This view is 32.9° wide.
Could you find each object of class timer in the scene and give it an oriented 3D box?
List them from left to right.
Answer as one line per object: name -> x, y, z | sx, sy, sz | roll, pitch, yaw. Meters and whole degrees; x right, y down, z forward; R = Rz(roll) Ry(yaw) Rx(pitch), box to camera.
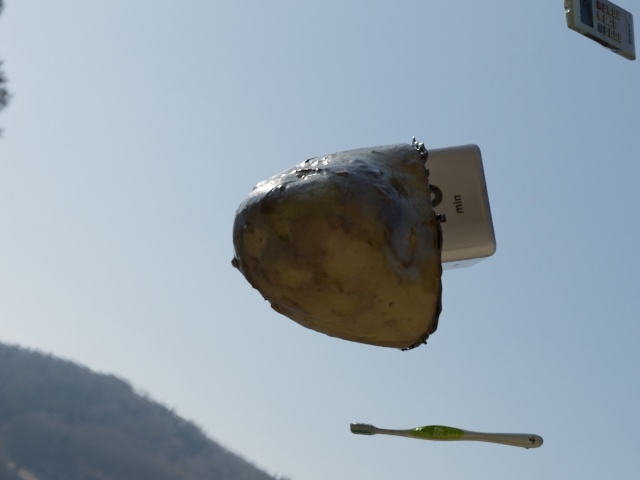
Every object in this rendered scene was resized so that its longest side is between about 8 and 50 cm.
timer -> 0.174, -0.046, 1.850 | 0.195, 0.192, 0.194 | -7, -7, -6

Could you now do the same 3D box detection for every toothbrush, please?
toothbrush -> 0.167, 0.263, 1.464 | 0.263, 0.022, 0.026 | 2, -27, 14

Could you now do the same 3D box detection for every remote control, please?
remote control -> 0.365, -0.281, 1.411 | 0.029, 0.065, 0.166 | -11, -15, 44

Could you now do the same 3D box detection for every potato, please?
potato -> 0.000, 0.000, 1.382 | 0.237, 0.300, 0.288 | 2, -29, -18
